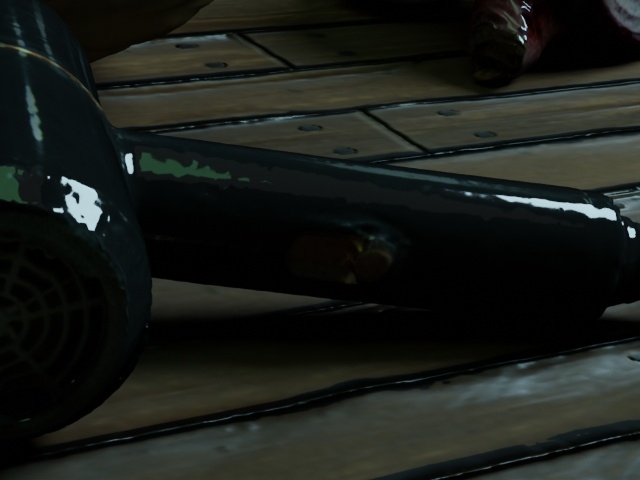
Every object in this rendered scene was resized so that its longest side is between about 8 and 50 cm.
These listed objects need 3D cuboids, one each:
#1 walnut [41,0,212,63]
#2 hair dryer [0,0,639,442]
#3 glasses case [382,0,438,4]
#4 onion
[{"bbox_3d":[-0.144,-0.241,0.922,0.333,0.333,0.333,6,23,-3],"label":"walnut"},{"bbox_3d":[0.000,0.000,0.702,0.352,0.107,0.189,6,25,-16],"label":"hair dryer"},{"bbox_3d":[0.061,-0.180,1.181,0.067,0.045,0.178,13,25,13],"label":"glasses case"},{"bbox_3d":[0.126,-0.174,1.072,0.140,0.195,0.218,21,67,29],"label":"onion"}]
